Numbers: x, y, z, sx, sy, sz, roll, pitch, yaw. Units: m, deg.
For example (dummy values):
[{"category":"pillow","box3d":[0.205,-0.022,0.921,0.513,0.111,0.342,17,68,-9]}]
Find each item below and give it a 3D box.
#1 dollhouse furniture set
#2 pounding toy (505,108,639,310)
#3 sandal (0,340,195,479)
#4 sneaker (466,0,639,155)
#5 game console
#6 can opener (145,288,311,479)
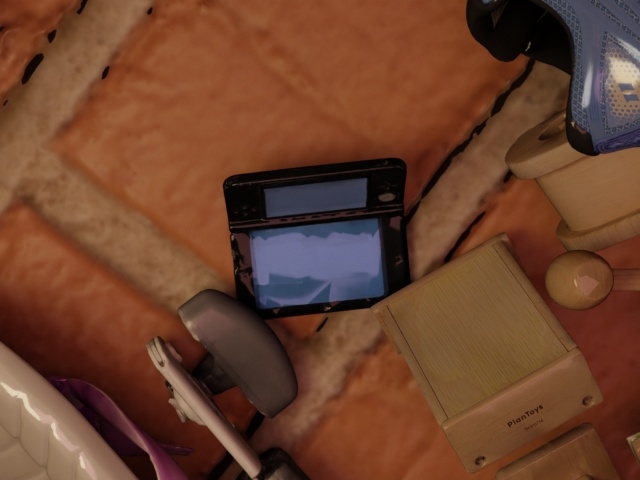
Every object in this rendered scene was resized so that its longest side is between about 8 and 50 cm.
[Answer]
[{"category":"dollhouse furniture set","box3d":[0.150,0.143,1.090,0.212,0.161,0.242,-29,120,2]},{"category":"pounding toy","box3d":[0.232,-0.039,1.051,0.269,0.154,0.155,-39,100,-17]},{"category":"sandal","box3d":[-0.119,0.186,1.067,0.416,0.169,0.102,45,50,2]},{"category":"sneaker","box3d":[0.141,-0.194,0.969,0.147,0.130,0.330,-26,58,12]},{"category":"game console","box3d":[0.000,0.000,1.075,0.122,0.107,0.071,-7,70,-2]},{"category":"can opener","box3d":[-0.011,0.159,1.092,0.095,0.076,0.283,-41,100,0]}]
